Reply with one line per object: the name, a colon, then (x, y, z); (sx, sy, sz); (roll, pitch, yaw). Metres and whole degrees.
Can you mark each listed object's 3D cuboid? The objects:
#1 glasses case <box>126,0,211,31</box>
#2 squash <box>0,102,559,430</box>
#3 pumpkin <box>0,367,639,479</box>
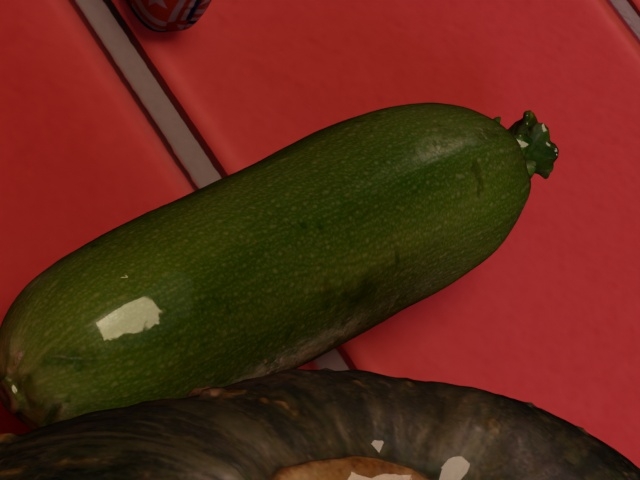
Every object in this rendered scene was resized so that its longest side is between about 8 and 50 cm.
glasses case: (-0.101, -0.203, 0.922); (0.049, 0.073, 0.194); (-12, 65, -34)
squash: (0.000, 0.000, 0.820); (0.378, 0.101, 0.101); (-23, 72, -45)
pumpkin: (0.003, 0.193, 0.556); (0.327, 0.257, 0.291); (5, 41, -27)
